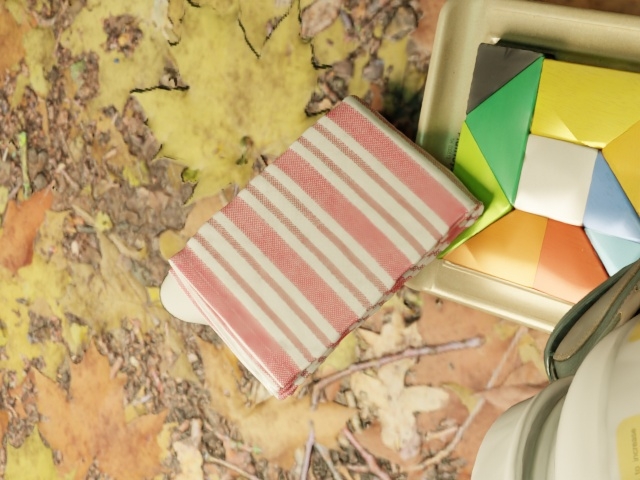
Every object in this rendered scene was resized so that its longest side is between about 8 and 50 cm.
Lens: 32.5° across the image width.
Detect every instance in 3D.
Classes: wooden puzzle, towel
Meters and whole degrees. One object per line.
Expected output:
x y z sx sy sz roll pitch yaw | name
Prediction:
0.167 -0.043 0.734 0.239 0.044 0.221 17 104 32 | wooden puzzle
0.000 0.000 0.783 0.197 0.029 0.144 -43 61 -3 | towel

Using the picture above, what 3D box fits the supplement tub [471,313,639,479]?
0.252 0.111 0.456 0.331 0.241 0.241 -30 78 38 | supplement tub

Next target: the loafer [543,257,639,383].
0.239 0.012 0.635 0.096 0.084 0.267 41 104 0 | loafer

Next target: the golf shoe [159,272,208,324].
-0.069 0.032 0.873 0.198 0.094 0.077 -12 89 36 | golf shoe
